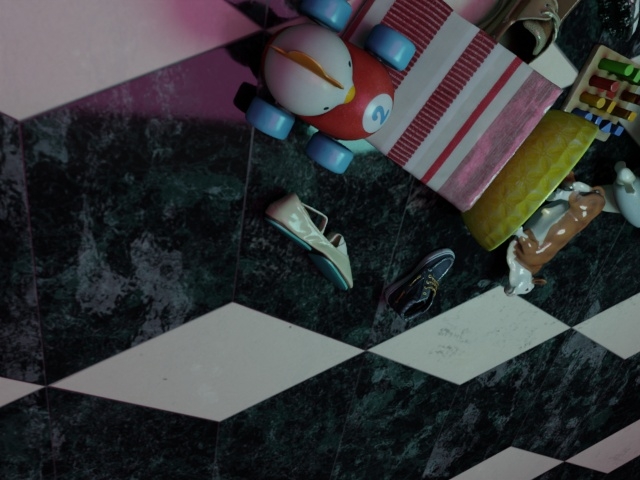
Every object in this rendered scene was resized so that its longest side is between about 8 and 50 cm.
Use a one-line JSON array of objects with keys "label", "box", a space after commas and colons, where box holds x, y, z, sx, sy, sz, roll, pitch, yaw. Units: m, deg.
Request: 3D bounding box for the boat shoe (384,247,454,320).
[{"label": "boat shoe", "box": [0.231, 0.098, 1.076, 0.183, 0.083, 0.065, -40, 126, 3]}]

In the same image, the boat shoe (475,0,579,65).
[{"label": "boat shoe", "box": [0.346, -0.353, 0.832, 0.324, 0.116, 0.123, -44, 126, 7]}]

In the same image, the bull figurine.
[{"label": "bull figurine", "box": [0.489, -0.018, 1.104, 0.188, 0.101, 0.310, 32, 104, -32]}]

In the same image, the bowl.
[{"label": "bowl", "box": [0.342, -0.139, 0.915, 0.156, 0.289, 0.289, 40, 102, 8]}]

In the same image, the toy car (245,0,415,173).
[{"label": "toy car", "box": [0.006, -0.215, 0.669, 0.210, 0.238, 0.219, 30, 105, -5]}]

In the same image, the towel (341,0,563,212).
[{"label": "towel", "box": [0.174, -0.232, 0.788, 0.329, 0.037, 0.237, 36, 104, -1]}]

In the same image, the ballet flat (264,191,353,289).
[{"label": "ballet flat", "box": [0.000, 0.000, 0.928, 0.086, 0.086, 0.248, -42, 125, 5]}]

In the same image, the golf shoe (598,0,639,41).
[{"label": "golf shoe", "box": [0.553, -0.457, 0.882, 0.094, 0.077, 0.198, -33, 127, -2]}]

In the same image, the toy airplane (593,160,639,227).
[{"label": "toy airplane", "box": [0.803, -0.088, 0.982, 0.272, 0.384, 0.386, -28, 158, -39]}]

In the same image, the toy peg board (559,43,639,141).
[{"label": "toy peg board", "box": [0.592, -0.285, 1.001, 0.161, 0.079, 0.160, 10, 115, -27]}]
